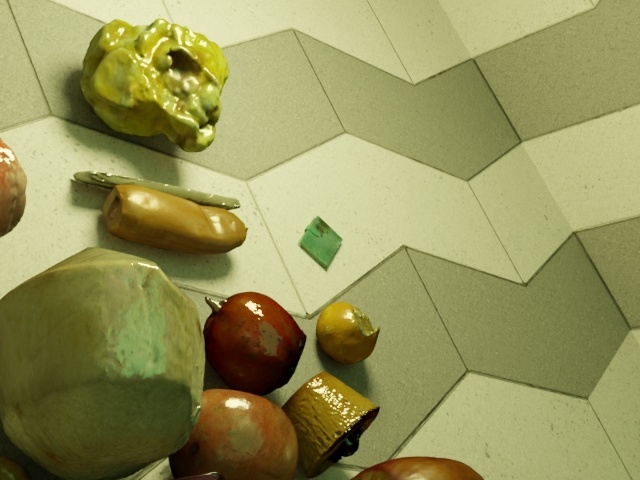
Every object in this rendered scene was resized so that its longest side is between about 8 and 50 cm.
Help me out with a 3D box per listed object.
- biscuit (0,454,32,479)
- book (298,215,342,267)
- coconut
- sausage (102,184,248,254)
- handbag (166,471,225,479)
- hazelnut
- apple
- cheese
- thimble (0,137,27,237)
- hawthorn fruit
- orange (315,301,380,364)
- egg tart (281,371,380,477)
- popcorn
[{"bbox_3d":[-0.550,0.446,1.521,0.203,0.041,0.260,22,43,-32],"label":"biscuit"},{"bbox_3d":[0.000,0.000,2.489,0.103,0.017,0.135,44,37,-9],"label":"book"},{"bbox_3d":[-0.372,0.192,1.644,0.344,0.415,0.415,36,33,-53],"label":"coconut"},{"bbox_3d":[-0.311,-0.034,2.125,0.354,0.116,0.134,14,30,-40],"label":"sausage"},{"bbox_3d":[-0.219,0.484,1.545,0.216,0.074,0.203,5,53,-46],"label":"handbag"},{"bbox_3d":[0.186,0.598,1.902,0.365,0.366,0.366,27,42,-27],"label":"hazelnut"},{"bbox_3d":[-0.167,0.405,1.791,0.253,0.253,0.254,27,42,-27],"label":"apple"},{"bbox_3d":[-0.361,-0.112,2.166,0.400,0.085,0.034,10,80,-39],"label":"cheese"},{"bbox_3d":[-0.651,-0.095,1.686,0.239,0.239,0.162,51,32,3],"label":"thimble"},{"bbox_3d":[-0.151,0.204,2.009,0.250,0.215,0.215,49,37,-3],"label":"hawthorn fruit"},{"bbox_3d":[0.067,0.219,2.275,0.156,0.134,0.157,20,58,-36],"label":"orange"},{"bbox_3d":[0.011,0.390,2.023,0.171,0.215,0.215,43,35,16],"label":"egg tart"},{"bbox_3d":[-0.393,-0.366,2.249,0.334,0.293,0.292,9,87,-5],"label":"popcorn"}]
